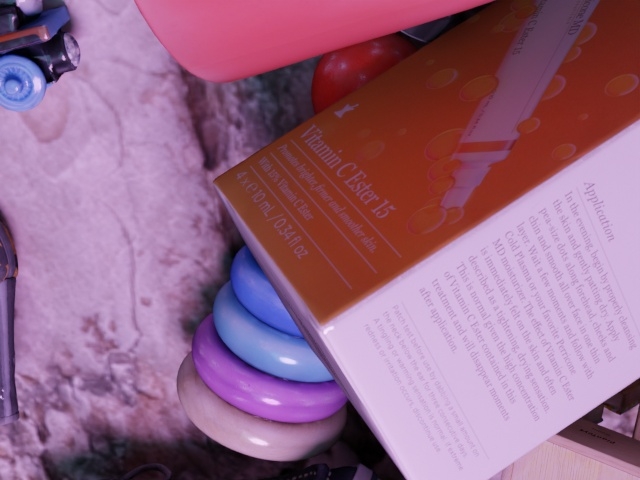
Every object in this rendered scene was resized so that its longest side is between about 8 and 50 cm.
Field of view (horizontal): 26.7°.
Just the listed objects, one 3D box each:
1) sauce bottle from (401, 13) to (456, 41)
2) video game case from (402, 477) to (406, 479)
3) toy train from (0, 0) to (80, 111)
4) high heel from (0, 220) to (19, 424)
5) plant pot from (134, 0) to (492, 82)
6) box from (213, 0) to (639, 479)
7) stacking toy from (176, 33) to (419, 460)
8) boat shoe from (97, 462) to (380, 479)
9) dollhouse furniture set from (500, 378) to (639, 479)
[{"bbox_3d":[0.148,-0.276,0.849,0.111,0.111,0.344,30,115,-15],"label":"sauce bottle"},{"bbox_3d":[0.042,0.254,1.046,0.036,0.329,0.300,38,117,6],"label":"video game case"},{"bbox_3d":[-0.267,-0.138,0.968,0.184,0.080,0.105,-12,113,10],"label":"toy train"},{"bbox_3d":[-0.363,0.050,1.098,0.261,0.093,0.186,1,98,16],"label":"high heel"},{"bbox_3d":[0.035,-0.233,0.722,0.243,0.275,0.275,-5,120,16],"label":"plant pot"},{"bbox_3d":[0.140,-0.028,0.863,0.345,0.215,0.168,-33,122,-5],"label":"box"},{"bbox_3d":[0.000,0.000,1.010,0.141,0.141,0.330,17,116,-7],"label":"stacking toy"},{"bbox_3d":[-0.152,0.279,1.110,0.500,0.187,0.156,-29,105,39],"label":"boat shoe"},{"bbox_3d":[0.218,0.187,0.933,0.212,0.242,0.161,19,107,34],"label":"dollhouse furniture set"}]
